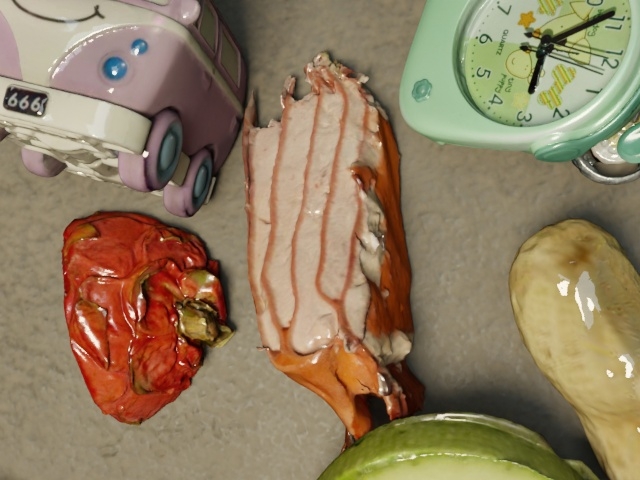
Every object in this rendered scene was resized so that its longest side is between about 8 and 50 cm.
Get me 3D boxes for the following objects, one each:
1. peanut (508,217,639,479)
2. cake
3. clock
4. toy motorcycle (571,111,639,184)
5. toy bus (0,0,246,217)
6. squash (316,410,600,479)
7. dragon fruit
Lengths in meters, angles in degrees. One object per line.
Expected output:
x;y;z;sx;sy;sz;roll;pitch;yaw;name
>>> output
0.195;0.093;0.572;0.086;0.104;0.228;-28;83;-2;peanut
0.006;-0.002;0.607;0.098;0.135;0.287;-16;73;20;cake
0.149;-0.119;0.584;0.188;0.060;0.148;22;91;36;clock
0.276;-0.116;0.597;0.229;0.074;0.151;-7;89;16;toy motorcycle
-0.136;-0.106;0.584;0.142;0.202;0.142;16;85;8;toy bus
0.086;0.212;0.561;0.219;0.041;0.219;3;112;8;squash
-0.123;0.044;0.632;0.106;0.083;0.162;-14;81;3;dragon fruit
